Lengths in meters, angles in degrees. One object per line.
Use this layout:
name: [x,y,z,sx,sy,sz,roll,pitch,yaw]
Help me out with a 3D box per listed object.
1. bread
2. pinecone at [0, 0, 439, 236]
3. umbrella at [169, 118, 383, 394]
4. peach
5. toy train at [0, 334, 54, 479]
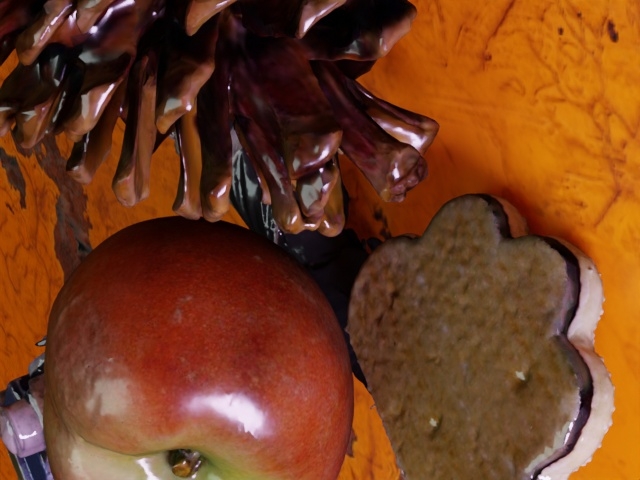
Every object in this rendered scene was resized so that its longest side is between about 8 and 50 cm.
bread: [0.117,0.082,1.203,0.207,0.056,0.286,-46,45,30]
pinecone: [-0.062,-0.166,1.219,0.384,0.384,0.384,38,136,49]
umbrella: [0.001,0.001,1.429,0.357,0.106,0.113,54,157,20]
peach: [-0.089,0.106,1.294,0.252,0.252,0.252,38,136,49]
toy train: [-0.136,0.125,1.518,0.131,0.300,0.202,66,160,13]
